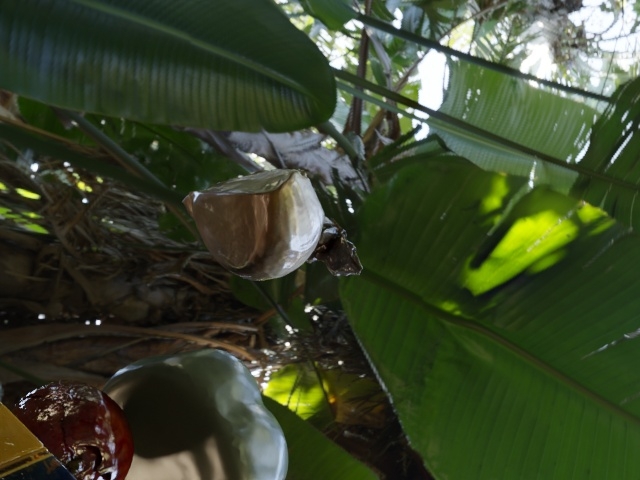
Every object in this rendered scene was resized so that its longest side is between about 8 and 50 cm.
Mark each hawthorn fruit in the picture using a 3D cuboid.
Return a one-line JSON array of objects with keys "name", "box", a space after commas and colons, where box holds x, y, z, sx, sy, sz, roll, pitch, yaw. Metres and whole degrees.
[{"name": "hawthorn fruit", "box": [-0.267, 0.226, 0.625, 0.172, 0.148, 0.148, -14, -106, 54]}]

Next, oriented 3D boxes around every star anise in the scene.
[{"name": "star anise", "box": [0.008, 0.007, 0.665, 0.056, 0.124, 0.129, -45, -137, -11]}]

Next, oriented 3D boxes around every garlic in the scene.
[{"name": "garlic", "box": [-0.062, -0.014, 0.578, 0.195, 0.087, 0.102, 3, -59, 55]}]

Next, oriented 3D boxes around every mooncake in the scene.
[{"name": "mooncake", "box": [-0.165, 0.269, 0.742, 0.274, 0.135, 0.275, 0, -90, 29]}]

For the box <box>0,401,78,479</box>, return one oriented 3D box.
[{"name": "box", "box": [-0.228, 0.218, 0.396, 0.237, 0.152, 0.070, 35, -75, 20]}]
